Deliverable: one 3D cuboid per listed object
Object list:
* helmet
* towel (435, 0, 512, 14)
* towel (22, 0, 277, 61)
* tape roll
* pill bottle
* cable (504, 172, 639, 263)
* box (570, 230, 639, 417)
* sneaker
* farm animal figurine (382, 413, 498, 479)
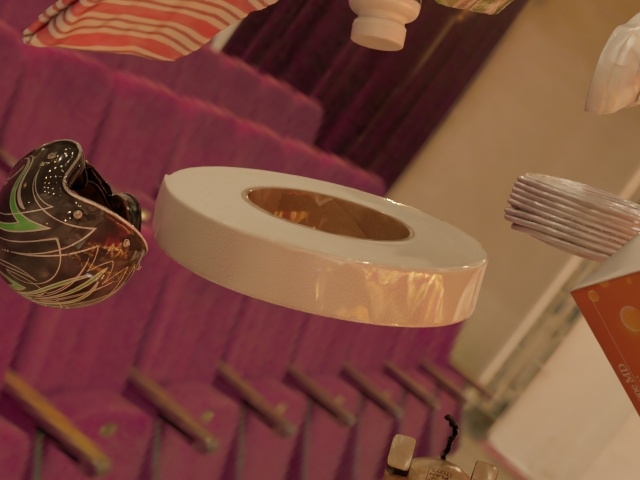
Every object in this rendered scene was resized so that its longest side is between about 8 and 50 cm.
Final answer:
[{"bbox_3d":[-0.268,-0.006,1.482,0.169,0.169,0.161,30,36,-38],"label":"helmet"},{"bbox_3d":[0.135,-0.193,0.925,0.023,0.113,0.152,56,20,7],"label":"towel"},{"bbox_3d":[-0.123,-0.179,1.082,0.144,0.197,0.029,2,74,-42],"label":"towel"},{"bbox_3d":[0.000,0.000,1.630,0.392,0.072,0.392,14,14,-3],"label":"tape roll"},{"bbox_3d":[0.063,-0.238,1.280,0.067,0.120,0.067,11,-6,1],"label":"pill bottle"},{"bbox_3d":[0.390,-0.023,1.981,0.257,0.089,0.257,14,9,-31],"label":"cable"},{"bbox_3d":[0.496,0.075,1.593,0.345,0.168,0.215,-23,-82,54],"label":"box"},{"bbox_3d":[0.484,-0.232,1.954,0.169,0.108,0.292,25,36,18],"label":"sneaker"},{"bbox_3d":[0.035,0.296,1.117,0.330,0.327,0.172,31,-28,15],"label":"farm animal figurine"}]
